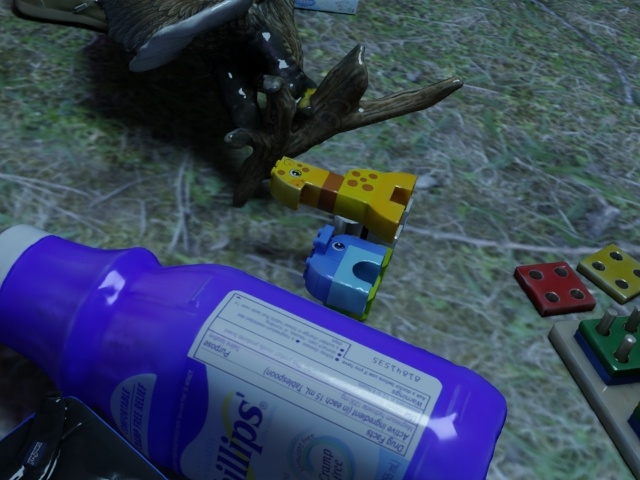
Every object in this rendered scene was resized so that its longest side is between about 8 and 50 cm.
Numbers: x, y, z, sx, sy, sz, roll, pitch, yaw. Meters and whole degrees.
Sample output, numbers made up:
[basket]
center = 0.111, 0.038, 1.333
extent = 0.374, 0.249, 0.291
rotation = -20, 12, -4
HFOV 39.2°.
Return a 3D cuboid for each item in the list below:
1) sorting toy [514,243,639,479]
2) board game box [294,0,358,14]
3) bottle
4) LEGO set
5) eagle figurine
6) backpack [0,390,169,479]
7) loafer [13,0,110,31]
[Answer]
[sorting toy]
center = 0.241, 0.083, 0.602
extent = 0.132, 0.046, 0.274
rotation = -3, 42, -19
[board game box]
center = -0.010, -0.281, 0.984
extent = 0.090, 0.020, 0.090
rotation = 3, 40, -14
[bottle]
center = -0.051, 0.073, 0.474
extent = 0.283, 0.118, 0.092
rotation = 23, 41, 11
[LEGO set]
center = 0.000, 0.000, 0.602
extent = 0.093, 0.087, 0.227
rotation = 19, 39, 7
[eagle figurine]
center = -0.055, -0.182, 0.717
extent = 0.226, 0.225, 0.298
rotation = -6, 60, -19
[backpack]
center = -0.122, 0.148, 0.380
extent = 0.098, 0.101, 0.120
rotation = 32, 47, 24
[loafer]
center = -0.211, -0.230, 0.844
extent = 0.148, 0.050, 0.056
rotation = 1, 41, -14
